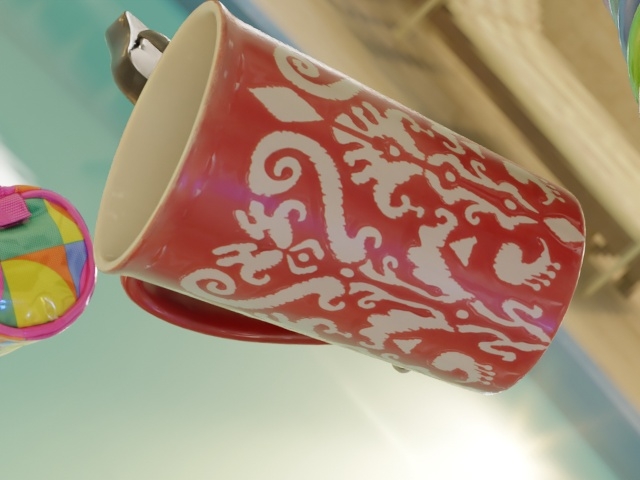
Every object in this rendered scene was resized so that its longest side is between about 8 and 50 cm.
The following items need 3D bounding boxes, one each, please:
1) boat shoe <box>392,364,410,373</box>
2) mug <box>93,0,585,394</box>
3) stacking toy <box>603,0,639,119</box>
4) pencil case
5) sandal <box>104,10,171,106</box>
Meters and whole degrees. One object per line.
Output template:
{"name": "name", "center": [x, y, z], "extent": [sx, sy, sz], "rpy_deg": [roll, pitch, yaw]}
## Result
{"name": "boat shoe", "center": [0.054, 0.033, 1.132], "extent": [0.081, 0.079, 0.227], "rpy_deg": [63, 10, -6]}
{"name": "mug", "center": [0.004, -0.009, 0.766], "extent": [0.169, 0.113, 0.150], "rpy_deg": [22, -11, -18]}
{"name": "stacking toy", "center": [0.176, -0.066, 0.734], "extent": [0.141, 0.141, 0.330], "rpy_deg": [39, 30, -19]}
{"name": "pencil case", "center": [-0.221, 0.028, 1.174], "extent": [0.104, 0.236, 0.104], "rpy_deg": [6, 78, -28]}
{"name": "sandal", "center": [-0.107, -0.120, 1.370], "extent": [0.097, 0.054, 0.254], "rpy_deg": [44, 7, -29]}
